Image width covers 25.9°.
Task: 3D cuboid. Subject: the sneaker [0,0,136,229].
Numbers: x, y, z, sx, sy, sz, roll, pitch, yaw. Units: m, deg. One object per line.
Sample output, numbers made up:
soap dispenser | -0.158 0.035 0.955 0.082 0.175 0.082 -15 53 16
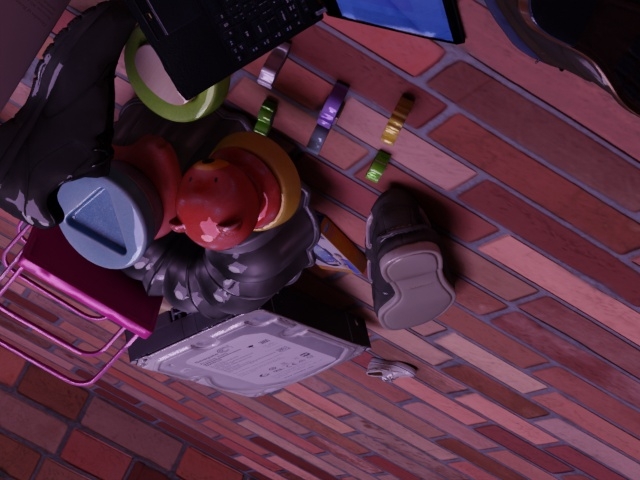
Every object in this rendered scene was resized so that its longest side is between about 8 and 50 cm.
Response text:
sneaker | -0.271 -0.140 1.554 0.130 0.286 0.109 35 -165 2

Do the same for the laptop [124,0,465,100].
laptop | -0.028 -0.222 1.289 0.136 0.264 0.234 57 177 32

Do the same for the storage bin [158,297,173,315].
storage bin | -0.219 0.109 2.350 0.262 0.123 0.260 17 159 21

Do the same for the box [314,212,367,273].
box | 0.000 0.000 1.960 0.081 0.028 0.136 6 154 42

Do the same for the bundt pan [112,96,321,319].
bundt pan | -0.170 -0.026 1.807 0.331 0.124 0.331 21 139 19

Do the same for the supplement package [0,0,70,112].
supplement package | -0.442 -0.218 1.562 0.175 0.293 0.177 39 155 -31

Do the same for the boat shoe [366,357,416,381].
boat shoe | 0.118 0.224 2.356 0.100 0.035 0.035 8 153 41

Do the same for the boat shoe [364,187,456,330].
boat shoe | 0.116 0.030 1.836 0.112 0.095 0.335 -13 159 0

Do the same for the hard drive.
hard drive | -0.103 0.155 2.123 0.237 0.064 0.339 -25 153 23

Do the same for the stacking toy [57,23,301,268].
stacking toy | -0.208 -0.100 1.594 0.309 0.130 0.279 -10 111 35

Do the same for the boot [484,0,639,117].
boot | 0.237 -0.177 1.218 0.219 0.082 0.106 33 -179 -31

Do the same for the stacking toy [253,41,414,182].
stacking toy | 0.006 -0.134 1.589 0.167 0.052 0.221 26 160 1

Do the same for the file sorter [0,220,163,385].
file sorter | -0.341 0.032 1.987 0.202 0.291 0.182 33 126 -18

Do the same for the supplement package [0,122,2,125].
supplement package | -0.628 -0.132 2.125 0.194 0.203 0.149 8 153 41
